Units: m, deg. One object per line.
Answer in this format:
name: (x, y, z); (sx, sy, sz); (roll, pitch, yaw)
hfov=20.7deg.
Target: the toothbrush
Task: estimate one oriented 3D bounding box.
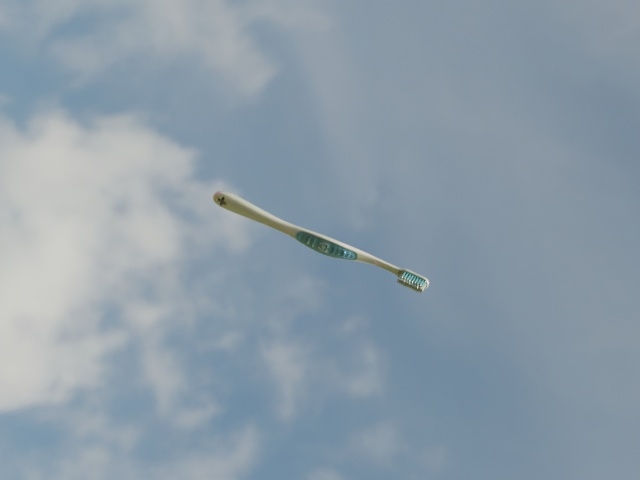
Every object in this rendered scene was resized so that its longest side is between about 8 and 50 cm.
toothbrush: (0.000, 0.000, 1.220); (0.162, 0.017, 0.014); (24, -63, 6)
